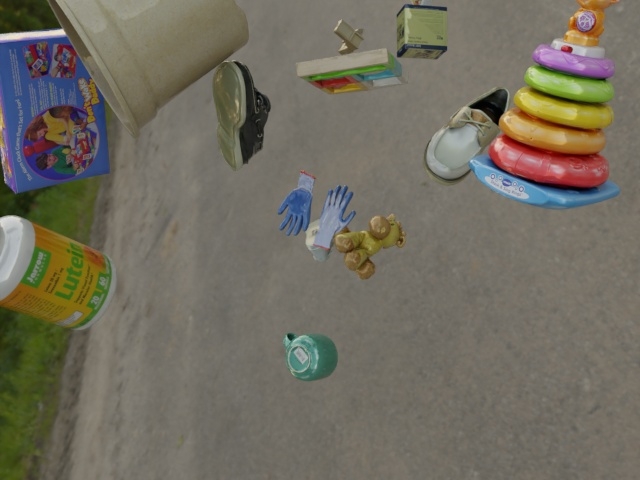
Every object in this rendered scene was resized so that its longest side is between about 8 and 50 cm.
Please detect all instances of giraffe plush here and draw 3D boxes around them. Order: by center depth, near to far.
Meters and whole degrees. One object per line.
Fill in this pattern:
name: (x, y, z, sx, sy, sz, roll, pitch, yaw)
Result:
giraffe plush: (0.154, -0.001, 2.072, 0.170, 0.210, 0.181, -33, 69, 16)

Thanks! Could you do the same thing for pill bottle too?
pill bottle: (-0.452, 0.043, 1.118, 0.136, 0.246, 0.136, -17, 60, 31)

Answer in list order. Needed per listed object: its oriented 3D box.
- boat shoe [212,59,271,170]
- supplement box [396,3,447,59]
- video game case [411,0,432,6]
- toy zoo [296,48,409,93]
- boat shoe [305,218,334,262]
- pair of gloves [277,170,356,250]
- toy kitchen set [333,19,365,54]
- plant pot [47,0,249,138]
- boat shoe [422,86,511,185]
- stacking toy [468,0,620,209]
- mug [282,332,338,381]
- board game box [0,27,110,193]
boat shoe: (-0.169, -0.296, 1.664, 0.127, 0.113, 0.340, 50, 156, 27)
supplement box: (0.188, -0.387, 1.344, 0.056, 0.083, 0.083, 161, 109, -79)
video game case: (0.223, -0.643, 1.579, 0.206, 0.026, 0.227, 109, 153, -52)
toy zoo: (0.083, -0.360, 1.578, 0.192, 0.293, 0.030, -5, 91, 16)
boat shoe: (0.001, 0.000, 2.132, 0.079, 0.081, 0.227, -18, 19, 12)
pair of gloves: (-0.010, -0.069, 1.676, 0.198, 0.023, 0.159, 24, 97, 31)
toy kitchen set: (0.062, -0.508, 1.764, 0.068, 0.075, 0.083, -62, 24, -11)
plant pot: (-0.325, -0.422, 1.436, 0.305, 0.334, 0.334, -33, 23, -12)
boat shoe: (0.309, -0.230, 1.508, 0.302, 0.113, 0.103, -50, -9, -41)
stacking toy: (0.326, -0.201, 0.947, 0.175, 0.166, 0.302, 33, 122, 41)
mug: (-0.043, 0.319, 1.973, 0.158, 0.097, 0.129, -4, 85, 33)
board game box: (-0.622, -0.303, 1.664, 0.078, 0.233, 0.347, 32, 129, 41)
